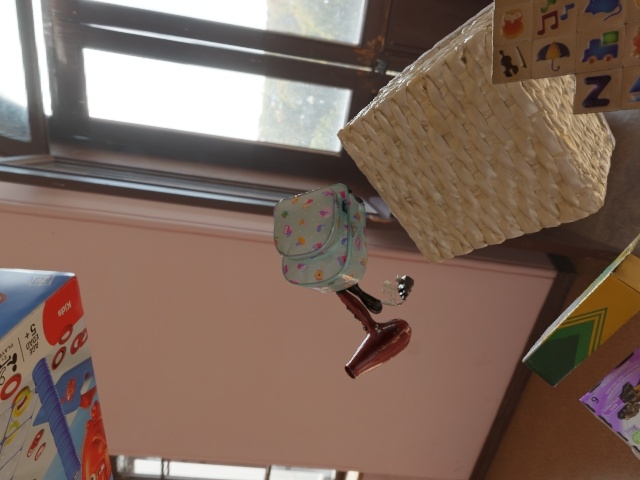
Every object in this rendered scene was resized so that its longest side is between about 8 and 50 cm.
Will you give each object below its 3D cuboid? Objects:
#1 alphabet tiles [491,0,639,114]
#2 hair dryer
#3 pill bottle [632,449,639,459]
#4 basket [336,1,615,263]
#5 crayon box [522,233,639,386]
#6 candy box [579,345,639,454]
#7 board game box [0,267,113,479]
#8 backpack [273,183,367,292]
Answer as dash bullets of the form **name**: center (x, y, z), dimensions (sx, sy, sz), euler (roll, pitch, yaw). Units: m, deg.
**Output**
- **alphabet tiles**: center (0.289, -0.224, 0.410), dimensions (0.009, 0.237, 0.198), euler (-10, -79, -59)
- **hair dryer**: center (0.112, 0.199, 1.063), dimensions (0.080, 0.224, 0.293), euler (98, -177, -53)
- **pill bottle**: center (0.640, 0.373, 0.835), dimensions (0.152, 0.086, 0.086), euler (-51, -25, -58)
- **basket**: center (0.267, -0.176, 0.755), dimensions (0.328, 0.331, 0.266), euler (-25, 18, 45)
- **crayon box**: center (0.587, 0.146, 0.918), dimensions (0.083, 0.203, 0.323), euler (42, 126, 26)
- **candy box**: center (0.588, 0.295, 0.739), dimensions (0.165, 0.070, 0.196), euler (-46, 19, 5)
- **board game box**: center (-0.246, 0.219, 0.269), dimensions (0.308, 0.086, 0.301), euler (-91, 4, -67)
- **backpack**: center (0.000, 0.000, 0.809), dimensions (0.144, 0.166, 0.188), euler (19, -118, -60)
